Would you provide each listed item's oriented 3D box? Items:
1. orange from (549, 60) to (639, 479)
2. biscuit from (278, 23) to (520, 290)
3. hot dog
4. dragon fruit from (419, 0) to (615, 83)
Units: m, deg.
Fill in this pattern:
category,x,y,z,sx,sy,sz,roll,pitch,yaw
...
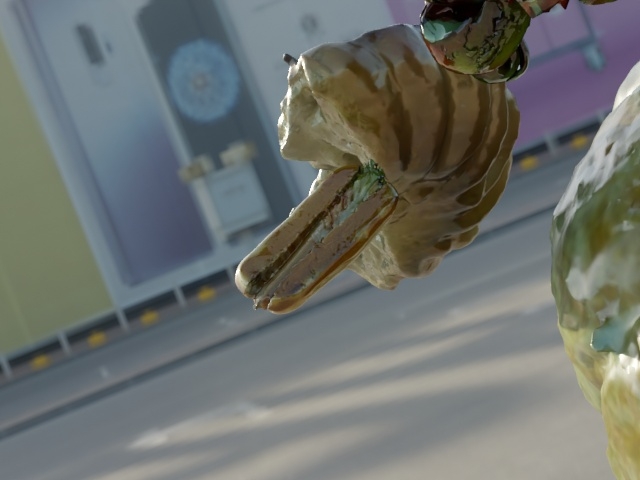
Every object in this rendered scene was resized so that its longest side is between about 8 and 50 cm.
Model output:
category,x,y,z,sx,sy,sz,roll,pitch,yaw
orange,0.227,-0.004,0.786,0.368,0.210,0.271,-58,-21,-31
biscuit,0.041,-0.034,0.769,0.118,0.061,0.183,-21,-30,-7
hot dog,0.000,0.000,0.676,0.083,0.037,0.021,-42,-35,-25
dragon fruit,0.071,-0.145,0.631,0.142,0.138,0.175,-23,-35,-38
